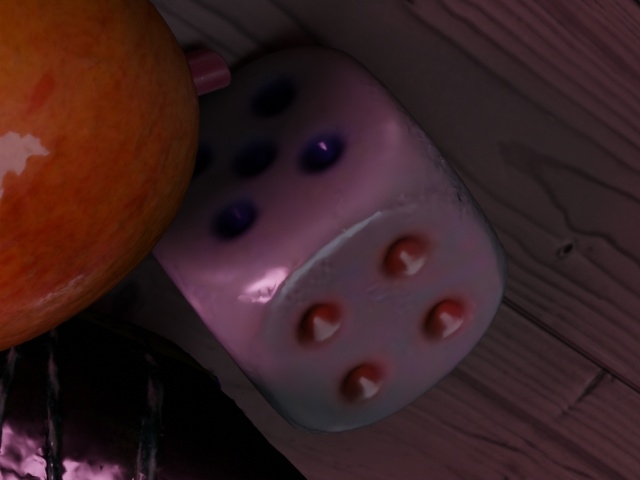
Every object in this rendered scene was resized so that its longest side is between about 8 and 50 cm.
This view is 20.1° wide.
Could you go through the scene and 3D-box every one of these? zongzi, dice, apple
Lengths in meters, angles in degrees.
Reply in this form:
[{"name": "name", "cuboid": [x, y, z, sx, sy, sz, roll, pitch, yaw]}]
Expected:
[{"name": "zongzi", "cuboid": [-0.159, 0.141, 1.099, 0.383, 0.362, 0.319, 5, 93, -30]}, {"name": "dice", "cuboid": [0.000, 0.000, 1.221, 0.192, 0.194, 0.193, -40, 137, -2]}, {"name": "apple", "cuboid": [-0.222, -0.066, 0.954, 0.275, 0.299, 0.299, -49, 136, -11]}]

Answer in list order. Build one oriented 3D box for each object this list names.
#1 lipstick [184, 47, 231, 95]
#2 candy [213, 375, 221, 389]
[{"name": "lipstick", "cuboid": [-0.165, -0.078, 1.155, 0.234, 0.053, 0.053, -20, 132, -21]}, {"name": "candy", "cuboid": [-0.140, 0.226, 1.399, 0.145, 0.070, 0.275, -17, 127, -31]}]
